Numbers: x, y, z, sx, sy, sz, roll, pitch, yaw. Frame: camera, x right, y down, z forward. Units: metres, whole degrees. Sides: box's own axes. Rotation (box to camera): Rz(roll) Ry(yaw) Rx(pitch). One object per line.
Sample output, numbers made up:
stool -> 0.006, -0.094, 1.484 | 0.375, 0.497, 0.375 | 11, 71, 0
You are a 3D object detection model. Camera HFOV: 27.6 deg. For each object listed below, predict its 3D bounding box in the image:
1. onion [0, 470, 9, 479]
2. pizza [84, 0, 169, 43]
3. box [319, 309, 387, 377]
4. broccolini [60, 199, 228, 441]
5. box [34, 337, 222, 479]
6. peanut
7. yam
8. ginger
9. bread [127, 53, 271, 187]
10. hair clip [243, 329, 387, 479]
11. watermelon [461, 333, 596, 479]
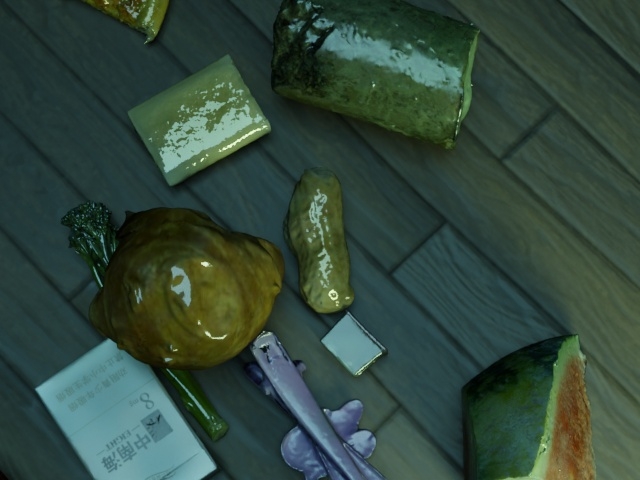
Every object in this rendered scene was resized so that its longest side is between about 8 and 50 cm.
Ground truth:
onion -> -0.512, 0.404, 1.742 | 0.248, 0.161, 0.248 | 1, 71, -4
pizza -> -0.328, -0.428, 1.975 | 0.197, 0.058, 0.292 | -15, 78, -2
box -> 0.047, 0.149, 1.850 | 0.063, 0.060, 0.084 | -44, 82, -4
broccolini -> -0.238, 0.107, 1.852 | 0.079, 0.074, 0.392 | -34, 82, -24
box -> -0.268, 0.265, 1.822 | 0.155, 0.067, 0.243 | -34, 80, -5
peanut -> 0.000, 0.000, 1.868 | 0.100, 0.099, 0.214 | -13, 83, -2
yam -> 0.081, -0.261, 1.873 | 0.300, 0.195, 0.195 | 19, 79, 3
ginger -> -0.165, 0.075, 1.750 | 0.200, 0.269, 0.223 | -11, 61, 37
bread -> -0.179, -0.174, 1.919 | 0.178, 0.060, 0.139 | -28, 78, -5
hair clip -> -0.008, 0.245, 1.821 | 0.137, 0.090, 0.278 | -33, 87, -19
watermelon -> 0.294, 0.261, 1.769 | 0.193, 0.231, 0.310 | 0, 33, 2
